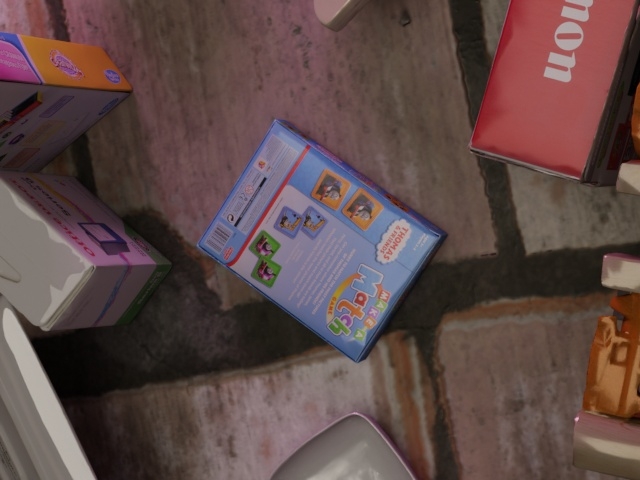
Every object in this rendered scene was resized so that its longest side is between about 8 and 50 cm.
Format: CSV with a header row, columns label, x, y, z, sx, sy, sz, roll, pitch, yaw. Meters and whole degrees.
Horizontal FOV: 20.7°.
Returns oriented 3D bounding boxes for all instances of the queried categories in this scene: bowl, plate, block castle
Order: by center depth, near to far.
label,x,y,z,sx,sy,sz,roll,pitch,yaw
block castle,0.376,-0.003,1.539,0.212,0.303,0.453,11,96,17
bowl,0.034,0.259,1.792,0.142,0.053,0.142,-39,81,15
plate,-0.310,0.218,1.812,0.045,0.278,0.277,-25,83,-27

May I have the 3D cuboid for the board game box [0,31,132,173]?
label,x,y,z,sx,sy,sz,roll,pitch,yaw
board game box,-0.355,-0.108,1.765,0.242,0.316,0.064,-38,81,15

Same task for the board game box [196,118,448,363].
label,x,y,z,sx,sy,sz,roll,pitch,yaw
board game box,0.000,0.000,1.799,0.211,0.039,0.160,36,103,14

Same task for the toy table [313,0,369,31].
label,x,y,z,sx,sy,sz,roll,pitch,yaw
toy table,0.056,-0.345,1.673,0.274,0.252,0.161,-51,61,25

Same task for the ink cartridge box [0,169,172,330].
label,x,y,z,sx,sy,sz,roll,pitch,yaw
ink cartridge box,-0.266,0.011,1.794,0.154,0.212,0.093,41,102,13

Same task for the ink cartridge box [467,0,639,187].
label,x,y,z,sx,sy,sz,roll,pitch,yaw
ink cartridge box,0.246,-0.211,1.588,0.130,0.272,0.309,17,97,17
